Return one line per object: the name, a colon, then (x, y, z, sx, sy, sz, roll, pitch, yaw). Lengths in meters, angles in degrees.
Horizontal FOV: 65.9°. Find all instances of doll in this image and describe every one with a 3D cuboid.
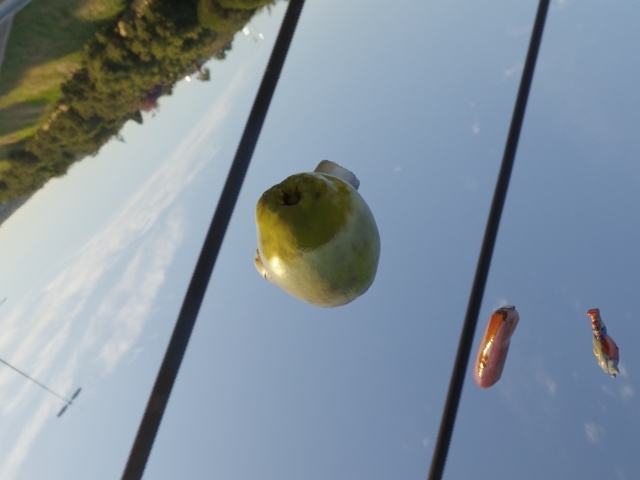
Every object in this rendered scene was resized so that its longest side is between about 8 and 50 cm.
doll: (0.780, 0.285, 1.360, 0.062, 0.195, 0.104, -18, 178, 20)

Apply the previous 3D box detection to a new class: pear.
pear: (0.000, 0.000, 0.434, 0.107, 0.131, 0.107, -22, -137, 22)

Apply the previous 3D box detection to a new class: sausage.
sausage: (0.505, 0.311, 1.440, 0.089, 0.300, 0.083, -13, -147, -29)

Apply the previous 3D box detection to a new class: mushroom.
mushroom: (-0.024, -0.029, 0.787, 0.223, 0.081, 0.092, -54, -173, -17)
